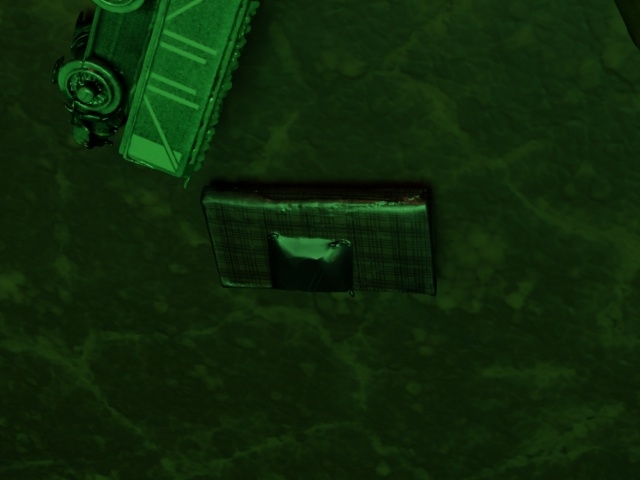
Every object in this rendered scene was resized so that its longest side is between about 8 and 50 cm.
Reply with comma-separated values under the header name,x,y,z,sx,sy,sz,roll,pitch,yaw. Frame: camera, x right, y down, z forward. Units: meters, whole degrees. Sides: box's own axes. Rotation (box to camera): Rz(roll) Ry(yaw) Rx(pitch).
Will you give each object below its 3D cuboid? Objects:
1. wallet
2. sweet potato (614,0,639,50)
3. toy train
name,x,y,z,sx,sy,sz,roll,pitch,yaw
wallet,0.000,0.000,1.158,0.230,0.042,0.124,0,124,13
sweet potato,0.241,-0.255,0.828,0.158,0.158,0.370,-26,111,31
toy train,-0.141,-0.184,1.017,0.154,0.115,0.269,17,129,-8
